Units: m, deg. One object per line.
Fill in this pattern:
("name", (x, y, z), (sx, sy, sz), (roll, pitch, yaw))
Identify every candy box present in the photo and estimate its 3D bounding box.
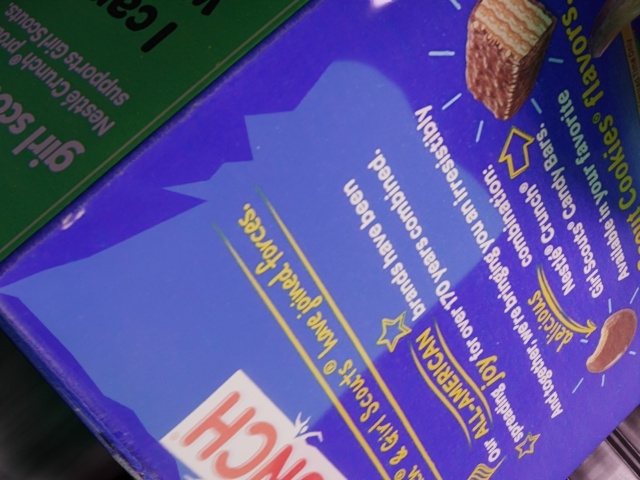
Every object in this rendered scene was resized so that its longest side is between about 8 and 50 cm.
("candy box", (0.044, -0.033, 0.484), (0.317, 0.122, 0.268), (-43, 136, -13))

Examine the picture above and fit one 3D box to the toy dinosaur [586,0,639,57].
("toy dinosaur", (0.151, -0.063, 0.381), (0.200, 0.127, 0.296), (-29, 133, -23))
